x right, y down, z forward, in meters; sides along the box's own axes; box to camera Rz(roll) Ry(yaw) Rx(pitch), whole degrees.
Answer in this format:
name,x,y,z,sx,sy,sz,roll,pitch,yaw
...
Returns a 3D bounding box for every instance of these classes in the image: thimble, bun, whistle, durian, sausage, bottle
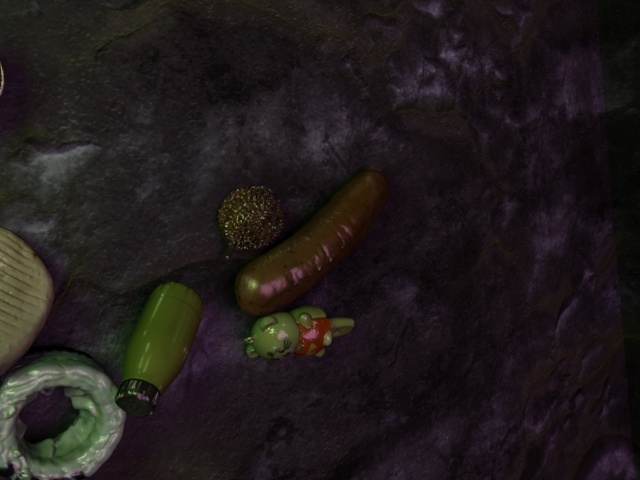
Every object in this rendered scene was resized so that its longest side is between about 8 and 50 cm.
name,x,y,z,sx,sy,sz,roll,pitch,yaw
thimble,-0.465,0.294,1.009,0.237,0.150,0.237,-3,96,-37
bun,-0.559,0.089,0.905,0.273,0.168,0.272,23,60,-48
whistle,-0.044,0.211,1.344,0.288,0.106,0.131,0,135,-34
durian,-0.142,-0.035,1.261,0.148,0.091,0.188,47,69,-31
sausage,0.002,0.002,1.360,0.501,0.123,0.136,-41,88,-27
bottle,-0.297,0.198,1.078,0.112,0.112,0.260,53,27,-29

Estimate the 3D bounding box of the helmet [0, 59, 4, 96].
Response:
name,x,y,z,sx,sy,sz,roll,pitch,yaw
helmet,-0.576,-0.243,0.893,0.155,0.106,0.175,15,89,-39
